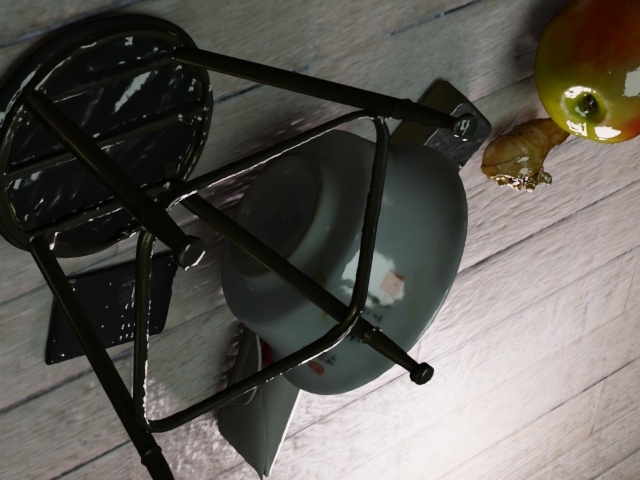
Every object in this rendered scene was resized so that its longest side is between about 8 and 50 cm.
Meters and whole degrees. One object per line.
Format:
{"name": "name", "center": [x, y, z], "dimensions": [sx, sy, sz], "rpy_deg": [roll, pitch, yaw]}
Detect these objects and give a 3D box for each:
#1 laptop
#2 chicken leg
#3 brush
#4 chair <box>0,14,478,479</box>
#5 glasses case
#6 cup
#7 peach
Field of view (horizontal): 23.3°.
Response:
{"name": "laptop", "center": [-0.257, 0.084, 1.932], "dimensions": [0.180, 0.016, 0.129], "rpy_deg": [-15, 131, -39]}
{"name": "chicken leg", "center": [0.327, -0.139, 2.331], "dimensions": [0.207, 0.085, 0.101], "rpy_deg": [-35, 109, -33]}
{"name": "brush", "center": [0.149, -0.117, 2.167], "dimensions": [0.197, 0.059, 0.123], "rpy_deg": [-52, 144, 2]}
{"name": "chair", "center": [-0.126, -0.024, 1.632], "dimensions": [0.364, 0.410, 0.362], "rpy_deg": [-25, 138, -33]}
{"name": "glasses case", "center": [-0.071, 0.186, 2.140], "dimensions": [0.083, 0.128, 0.308], "rpy_deg": [7, 119, -24]}
{"name": "cup", "center": [0.000, 0.000, 1.912], "dimensions": [0.163, 0.347, 0.347], "rpy_deg": [31, 97, -34]}
{"name": "peach", "center": [0.416, -0.253, 2.212], "dimensions": [0.231, 0.231, 0.231], "rpy_deg": [-29, 140, -28]}
